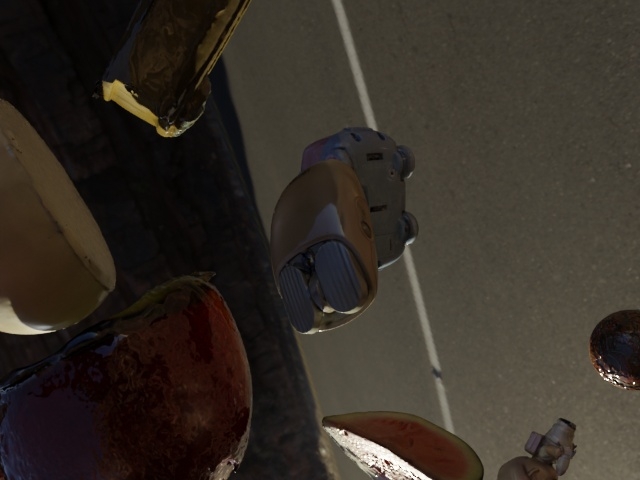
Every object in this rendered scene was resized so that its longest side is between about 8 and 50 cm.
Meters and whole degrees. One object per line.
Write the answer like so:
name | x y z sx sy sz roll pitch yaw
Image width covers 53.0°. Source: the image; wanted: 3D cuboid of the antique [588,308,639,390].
antique | 0.382 0.134 0.786 0.104 0.104 0.104 52 161 27

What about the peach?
peach | -0.262 0.229 0.920 0.352 0.339 0.417 20 115 15

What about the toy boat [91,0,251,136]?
toy boat | -0.127 -0.332 0.806 0.135 0.446 0.162 32 -159 -12

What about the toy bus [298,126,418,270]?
toy bus | 0.054 -0.085 1.335 0.231 0.197 0.295 6 104 52

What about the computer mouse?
computer mouse | 0.000 0.000 0.829 0.082 0.145 0.237 26 -133 -42

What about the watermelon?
watermelon | 0.153 0.399 1.122 0.303 0.159 0.129 17 102 43

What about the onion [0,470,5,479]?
onion | -0.679 0.552 1.290 0.120 0.284 0.227 12 142 30

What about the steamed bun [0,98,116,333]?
steamed bun | -0.489 -0.022 0.964 0.375 0.241 0.374 59 169 18

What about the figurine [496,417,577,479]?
figurine | 0.380 0.416 1.138 0.111 0.229 0.137 31 180 30
